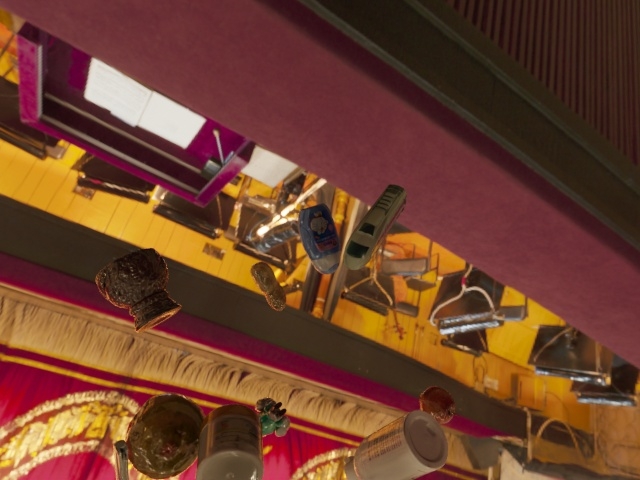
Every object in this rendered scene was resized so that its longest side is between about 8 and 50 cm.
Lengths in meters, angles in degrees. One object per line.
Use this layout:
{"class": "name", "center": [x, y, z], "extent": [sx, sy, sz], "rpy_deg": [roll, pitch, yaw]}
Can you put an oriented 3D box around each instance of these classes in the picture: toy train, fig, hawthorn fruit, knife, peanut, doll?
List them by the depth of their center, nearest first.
{"class": "knife", "center": [-0.406, 0.475, 0.862], "extent": [0.044, 0.162, 0.023], "rpy_deg": [28, -149, 35]}
{"class": "toy train", "center": [0.177, -0.053, 1.325], "extent": [0.086, 0.407, 0.088], "rpy_deg": [23, 131, 15]}
{"class": "hawthorn fruit", "center": [0.408, 0.571, 1.443], "extent": [0.140, 0.125, 0.125], "rpy_deg": [18, 159, 19]}
{"class": "peanut", "center": [-0.203, 0.182, 1.666], "extent": [0.085, 0.104, 0.228], "rpy_deg": [-25, 113, 9]}
{"class": "fig", "center": [-0.642, 0.795, 1.757], "extent": [0.342, 0.344, 0.343], "rpy_deg": [12, 157, 5]}
{"class": "doll", "center": [-0.215, 0.835, 1.955], "extent": [0.153, 0.195, 0.258], "rpy_deg": [-17, 179, -44]}

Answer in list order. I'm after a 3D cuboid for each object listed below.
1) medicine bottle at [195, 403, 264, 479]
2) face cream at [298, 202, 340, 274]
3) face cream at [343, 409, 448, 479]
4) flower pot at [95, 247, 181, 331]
{"class": "medicine bottle", "center": [-0.327, 0.770, 1.538], "extent": [0.237, 0.238, 0.232], "rpy_deg": [23, -166, -18]}
{"class": "face cream", "center": [0.000, 0.000, 1.576], "extent": [0.149, 0.264, 0.083], "rpy_deg": [-19, -173, -22]}
{"class": "face cream", "center": [0.178, 0.606, 1.161], "extent": [0.145, 0.146, 0.370], "rpy_deg": [22, 131, -18]}
{"class": "flower pot", "center": [-0.706, 0.205, 1.674], "extent": [0.267, 0.266, 0.266], "rpy_deg": [56, 154, 5]}
